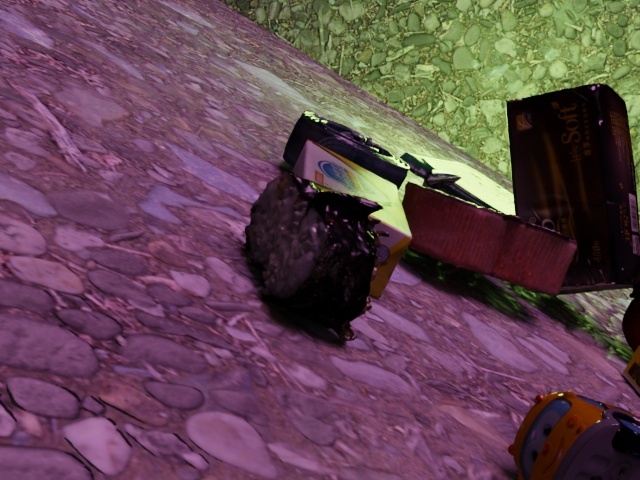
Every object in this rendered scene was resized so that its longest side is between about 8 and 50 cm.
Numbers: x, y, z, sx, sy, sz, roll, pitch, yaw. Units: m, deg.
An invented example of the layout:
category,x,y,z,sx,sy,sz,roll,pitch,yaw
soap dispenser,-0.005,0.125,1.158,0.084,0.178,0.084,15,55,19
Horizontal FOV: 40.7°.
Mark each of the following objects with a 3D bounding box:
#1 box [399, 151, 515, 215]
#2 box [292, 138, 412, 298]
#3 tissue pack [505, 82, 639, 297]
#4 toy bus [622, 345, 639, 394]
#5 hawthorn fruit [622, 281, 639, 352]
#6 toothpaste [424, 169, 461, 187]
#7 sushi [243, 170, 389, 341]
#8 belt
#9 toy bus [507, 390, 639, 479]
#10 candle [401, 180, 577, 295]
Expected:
category,x,y,z,sx,sy,sz,roll,pitch,yaw
box,0.312,-0.063,1.766,0.264,0.106,0.336,38,17,25
box,0.028,-0.039,1.217,0.168,0.097,0.265,28,16,-7
tissue pack,0.473,-0.079,1.586,0.198,0.370,0.210,-8,-10,29
toy bus,0.542,0.239,1.302,0.081,0.074,0.226,26,16,-17
hawthorn fruit,0.645,0.165,1.509,0.251,0.189,0.189,55,20,5
toothpaste,0.203,-0.105,1.481,0.057,0.035,0.197,-6,4,3
sushi,0.000,0.000,0.967,0.114,0.147,0.212,21,14,-26
belt,0.037,-0.137,1.499,0.206,0.116,0.267,33,13,22
toy bus,0.287,0.224,0.830,0.209,0.126,0.136,22,9,-22
candle,0.241,-0.004,1.434,0.316,0.132,0.287,18,7,-27
